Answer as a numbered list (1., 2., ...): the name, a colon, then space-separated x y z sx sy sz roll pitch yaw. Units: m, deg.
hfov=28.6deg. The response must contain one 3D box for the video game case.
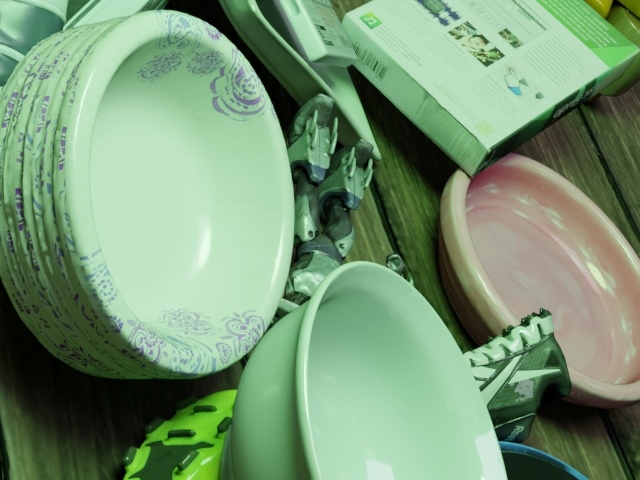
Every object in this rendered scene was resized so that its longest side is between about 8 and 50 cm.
1. video game case: -0.025 -0.268 1.314 0.183 0.023 0.201 63 13 -1

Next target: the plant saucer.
1. plant saucer: 0.254 0.052 1.427 0.332 0.084 0.332 27 40 -25

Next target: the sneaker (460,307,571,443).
1. sneaker: 0.151 0.154 1.194 0.234 0.078 0.106 -23 80 -28

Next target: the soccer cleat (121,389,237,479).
1. soccer cleat: -0.100 0.227 0.938 0.289 0.093 0.121 -71 142 -55

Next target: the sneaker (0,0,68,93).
1. sneaker: -0.352 -0.155 1.012 0.282 0.099 0.153 6 80 -15

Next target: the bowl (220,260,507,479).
1. bowl: 0.020 0.175 0.936 0.298 0.134 0.298 42 36 -40

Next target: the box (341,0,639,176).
1. box: 0.203 -0.229 1.487 0.322 0.058 0.232 -33 71 -36

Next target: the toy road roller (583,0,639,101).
1. toy road roller: 0.327 -0.305 1.745 0.329 0.202 0.240 35 50 -7

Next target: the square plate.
1. square plate: -0.061 -0.280 1.358 0.347 0.049 0.344 43 22 -59

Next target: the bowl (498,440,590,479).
1. bowl: 0.196 0.353 1.097 0.391 0.077 0.391 26 41 -25

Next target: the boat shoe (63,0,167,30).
1. boat shoe: -0.214 -0.250 1.216 0.119 0.121 0.335 31 33 -4

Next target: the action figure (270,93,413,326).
1. action figure: 0.000 0.000 1.219 0.185 0.099 0.285 30 42 -29

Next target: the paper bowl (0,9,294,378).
1. paper bowl: -0.153 -0.032 0.996 0.284 0.148 0.284 9 79 -57
